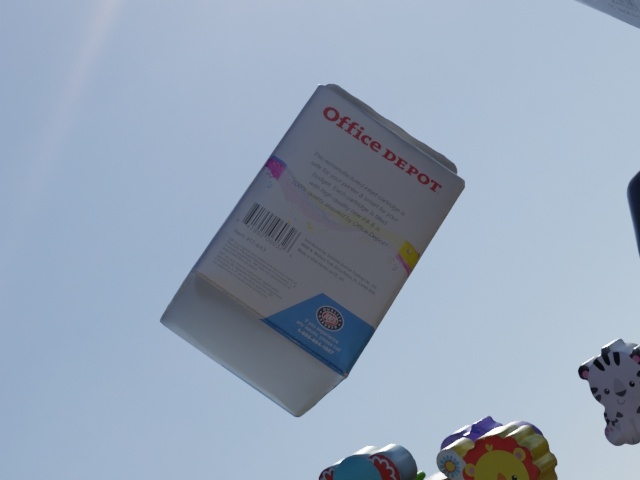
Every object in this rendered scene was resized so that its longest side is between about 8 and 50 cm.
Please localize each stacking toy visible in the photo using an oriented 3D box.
[{"bbox_3d":[0.053,0.114,0.892,0.221,0.052,0.167,-21,-1,35],"label":"stacking toy"}]

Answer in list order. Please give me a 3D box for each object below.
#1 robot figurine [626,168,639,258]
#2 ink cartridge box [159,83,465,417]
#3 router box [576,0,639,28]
[{"bbox_3d":[0.337,-0.070,1.236,0.278,0.173,0.209,-43,-21,31],"label":"robot figurine"},{"bbox_3d":[0.000,0.000,0.926,0.143,0.092,0.090,-56,2,-25],"label":"ink cartridge box"},{"bbox_3d":[0.218,-0.250,0.943,0.301,0.335,0.082,-42,-55,-8],"label":"router box"}]
